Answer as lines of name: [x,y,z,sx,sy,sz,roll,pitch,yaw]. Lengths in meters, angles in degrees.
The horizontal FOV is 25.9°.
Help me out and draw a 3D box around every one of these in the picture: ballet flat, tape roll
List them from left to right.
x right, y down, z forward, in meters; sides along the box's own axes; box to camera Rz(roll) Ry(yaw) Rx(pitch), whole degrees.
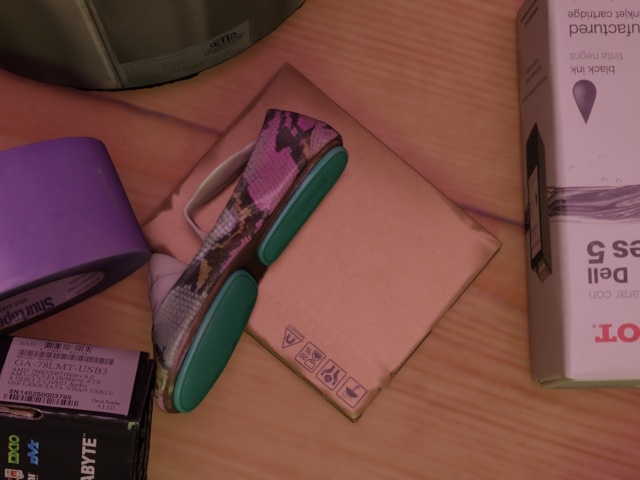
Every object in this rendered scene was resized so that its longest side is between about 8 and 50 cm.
tape roll: [-0.208,0.010,0.872,0.189,0.189,0.080,-24,84,-5]
ballet flat: [-0.065,0.008,0.923,0.079,0.077,0.221,27,77,19]

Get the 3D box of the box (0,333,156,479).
box: [-0.256,0.182,0.827,0.293,0.073,0.295,7,122,-1]

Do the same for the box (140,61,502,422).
box: [0.000,0.000,0.968,0.201,0.021,0.164,40,83,3]

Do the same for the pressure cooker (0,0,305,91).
pressure cooker: [-0.134,-0.300,0.799,0.375,0.420,0.370,32,83,2]

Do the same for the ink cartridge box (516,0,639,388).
ink cartridge box: [0.243,-0.039,0.937,0.198,0.115,0.273,-1,83,-3]
